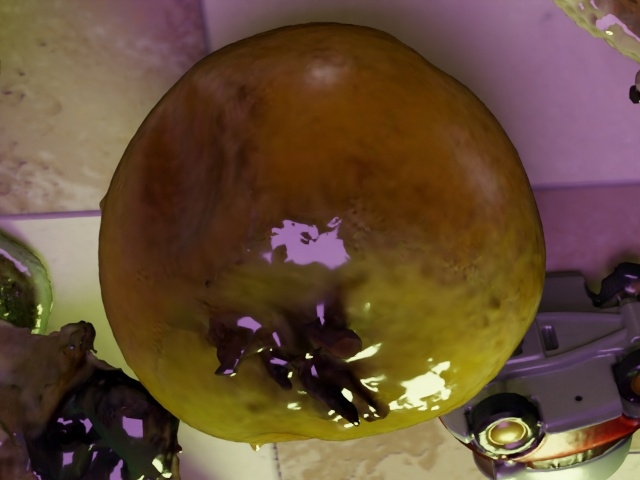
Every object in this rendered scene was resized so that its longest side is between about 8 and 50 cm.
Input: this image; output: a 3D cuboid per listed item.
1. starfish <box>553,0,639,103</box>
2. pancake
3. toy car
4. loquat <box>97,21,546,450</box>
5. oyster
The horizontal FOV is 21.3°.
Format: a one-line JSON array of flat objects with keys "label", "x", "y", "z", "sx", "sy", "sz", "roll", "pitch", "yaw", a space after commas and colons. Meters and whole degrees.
[{"label": "starfish", "x": 0.111, "y": -0.294, "z": 0.683, "sx": 0.432, "sy": 0.082, "sz": 0.324, "roll": 46, "pitch": 117, "yaw": -5}, {"label": "pancake", "x": -0.200, "y": 0.030, "z": 0.948, "sx": 0.108, "sy": 0.017, "sz": 0.108, "roll": 5, "pitch": 122, "yaw": 8}, {"label": "toy car", "x": 0.126, "y": 0.083, "z": 0.889, "sx": 0.139, "sy": 0.112, "sz": 0.112, "roll": -9, "pitch": 132, "yaw": 3}, {"label": "loquat", "x": -0.005, "y": 0.000, "z": 0.800, "sx": 0.213, "sy": 0.213, "sz": 0.213, "roll": 3, "pitch": 118, "yaw": 6}, {"label": "oyster", "x": -0.241, "y": 0.125, "z": 0.930, "sx": 0.361, "sy": 0.096, "sz": 0.221, "roll": 16, "pitch": 101, "yaw": 17}]
